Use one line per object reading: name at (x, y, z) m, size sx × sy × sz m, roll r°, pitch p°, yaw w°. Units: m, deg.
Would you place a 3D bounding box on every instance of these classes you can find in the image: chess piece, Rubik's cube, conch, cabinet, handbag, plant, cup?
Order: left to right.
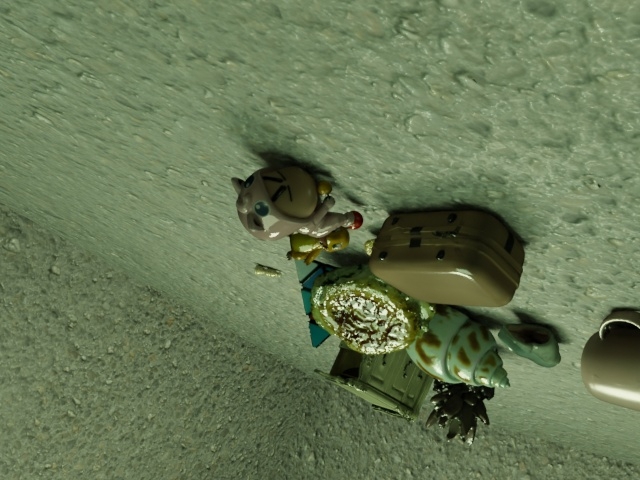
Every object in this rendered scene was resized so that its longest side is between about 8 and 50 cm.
chess piece at (-0.172, 0.106, 2.367) m, size 0.092 × 0.035 × 0.035 m, roll 10°, pitch 160°, yaw 20°
Rubik's cube at (0.025, 0.116, 2.106) m, size 0.234 × 0.284 × 0.250 m, roll 47°, pitch 131°, yaw -11°
cabinet at (0.200, 0.398, 2.384) m, size 0.318 × 0.290 × 0.227 m, roll 35°, pitch 163°, yaw -29°
conch at (0.379, 0.299, 2.047) m, size 0.367 × 0.197 × 0.249 m, roll 8°, pitch 142°, yaw 27°
handbag at (0.283, 0.054, 1.496) m, size 0.283 × 0.149 × 0.301 m, roll 36°, pitch 156°, yaw -33°
plant at (0.449, 0.477, 2.275) m, size 0.181 × 0.321 × 0.194 m, roll 28°, pitch 160°, yaw -16°
cup at (0.710, 0.268, 1.621) m, size 0.200 × 0.191 × 0.253 m, roll 0°, pitch 123°, yaw 56°

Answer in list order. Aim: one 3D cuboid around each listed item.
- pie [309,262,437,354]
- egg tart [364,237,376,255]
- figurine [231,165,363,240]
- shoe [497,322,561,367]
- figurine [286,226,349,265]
pie at (0.133, 0.190, 1.953) m, size 0.354 × 0.103 × 0.288 m, roll -12°, pitch 124°, yaw 24°
egg tart at (0.169, 0.020, 1.687) m, size 0.128 × 0.049 × 0.129 m, roll 18°, pitch 157°, yaw 8°
figurine at (-0.050, -0.083, 1.524) m, size 0.287 × 0.176 × 0.186 m, roll 15°, pitch 128°, yaw -39°
shoe at (0.578, 0.267, 1.902) m, size 0.251 × 0.103 × 0.100 m, roll 19°, pitch 124°, yaw -39°
figurine at (0.004, 0.000, 1.777) m, size 0.176 × 0.122 × 0.122 m, roll -6°, pitch 178°, yaw 37°
